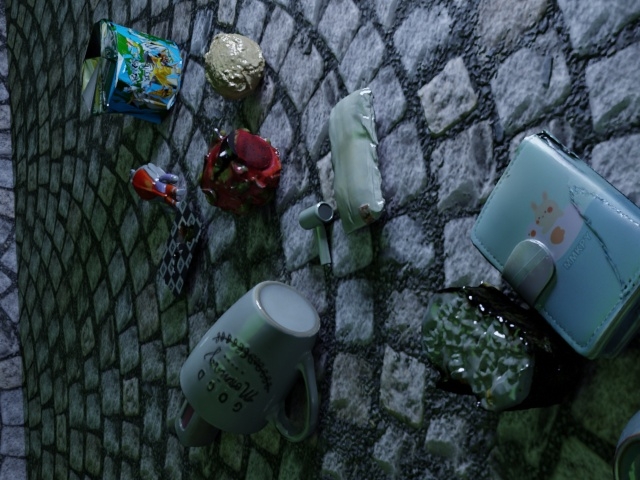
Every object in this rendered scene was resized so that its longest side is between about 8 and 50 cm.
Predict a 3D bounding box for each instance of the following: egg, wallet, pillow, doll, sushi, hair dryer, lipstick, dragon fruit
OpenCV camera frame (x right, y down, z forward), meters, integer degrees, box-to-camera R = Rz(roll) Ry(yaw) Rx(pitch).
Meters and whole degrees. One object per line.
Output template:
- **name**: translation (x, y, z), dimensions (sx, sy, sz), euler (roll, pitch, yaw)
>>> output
- **egg**: translation (-0.169, -0.343, 1.696), dimensions (0.116, 0.118, 0.140), euler (122, 148, -61)
- **wallet**: translation (0.293, 0.004, 1.016), dimensions (0.250, 0.075, 0.176), euler (54, 127, 44)
- **pillow**: translation (0.059, -0.129, 1.398), dimensions (0.128, 0.050, 0.229), euler (-34, 58, 58)
- **doll**: translation (-0.393, -0.130, 2.046), dimensions (0.227, 0.075, 0.102), euler (24, 117, 45)
- **sushi**: translation (0.221, 0.144, 1.076), dimensions (0.212, 0.115, 0.147), euler (29, 108, 55)
- **hair dryer**: translation (0.000, 0.000, 1.495), dimensions (0.063, 0.037, 0.124), euler (-22, 77, 55)
- **sushi**: translation (-0.305, 0.022, 1.943), dimensions (0.139, 0.031, 0.201), euler (46, 121, 48)
- **lipstick**: translation (-0.215, 0.308, 1.743), dimensions (0.253, 0.077, 0.079), euler (-61, 41, 31)
- **dragon fruit**: translation (-0.160, -0.127, 1.637), dimensions (0.167, 0.160, 0.172), euler (57, 136, 10)

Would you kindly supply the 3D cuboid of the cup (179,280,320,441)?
- **cup**: translation (-0.087, 0.221, 1.504), dimensions (0.258, 0.186, 0.234), euler (44, 120, 13)

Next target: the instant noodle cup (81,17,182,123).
- **instant noodle cup**: translation (-0.445, -0.398, 2.056), dimensions (0.240, 0.178, 0.240), euler (-7, 82, 56)

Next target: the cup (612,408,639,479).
- **cup**: translation (0.359, 0.220, 0.831), dimensions (0.199, 0.150, 0.199), euler (-9, 79, 56)
